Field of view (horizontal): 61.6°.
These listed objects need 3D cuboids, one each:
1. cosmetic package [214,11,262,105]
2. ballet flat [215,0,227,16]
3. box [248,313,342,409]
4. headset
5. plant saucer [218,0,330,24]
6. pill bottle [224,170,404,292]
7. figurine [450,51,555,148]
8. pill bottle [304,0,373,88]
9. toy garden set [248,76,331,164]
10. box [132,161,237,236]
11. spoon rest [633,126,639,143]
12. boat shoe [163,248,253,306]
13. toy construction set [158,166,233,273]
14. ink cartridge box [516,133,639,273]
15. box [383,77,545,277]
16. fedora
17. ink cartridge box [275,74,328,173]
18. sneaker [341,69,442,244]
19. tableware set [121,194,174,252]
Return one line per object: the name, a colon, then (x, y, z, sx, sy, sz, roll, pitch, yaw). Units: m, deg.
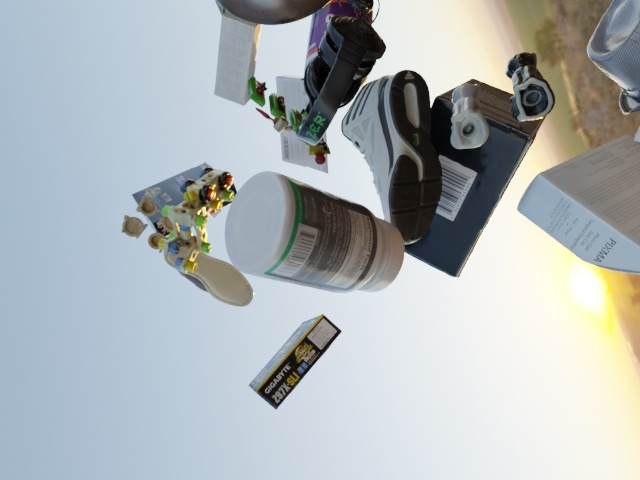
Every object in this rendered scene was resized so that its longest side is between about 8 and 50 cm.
cosmetic package: (-0.231, -0.506, 1.498, 0.098, 0.239, 0.060, 24, -137, 6)
ballet flat: (-0.337, -0.886, 1.837, 0.077, 0.079, 0.222, -90, 14, -65)
box: (-0.080, 0.332, 1.483, 0.079, 0.257, 0.322, 41, 164, 0)
headset: (0.023, -0.398, 1.161, 0.185, 0.243, 0.394, 27, -113, -10)
plant saucer: (-0.089, -0.588, 1.082, 0.050, 0.310, 0.311, 60, -168, -78)
pill bottle: (0.000, 0.000, 1.126, 0.361, 0.204, 0.204, 17, -127, -42)
figurine: (0.368, -0.306, 1.135, 0.092, 0.214, 0.209, 51, -148, -26)
pill bottle: (0.057, -0.593, 1.549, 0.181, 0.181, 0.323, 34, -124, -51)
toy garden set: (-0.069, -0.307, 1.352, 0.244, 0.049, 0.204, 32, -153, -29)
box: (-0.465, -0.149, 1.839, 0.295, 0.293, 0.073, 38, 152, 51)
spoon rest: (0.538, -0.178, 0.737, 0.276, 0.137, 0.084, -75, -1, -84)
boat shoe: (-0.348, 0.114, 1.717, 0.117, 0.324, 0.097, -60, -10, -13)
toy construction set: (-0.326, -0.078, 1.475, 0.328, 0.151, 0.215, -81, -1, -60)
ink cartridge box: (0.571, -0.009, 0.883, 0.308, 0.091, 0.385, -22, -125, -32)
box: (0.461, -0.218, 1.714, 0.297, 0.480, 0.471, 29, -149, 16)
fedora: (0.523, -0.339, 0.867, 0.124, 0.244, 0.275, 27, -136, 3)
ink cartridge box: (-0.043, -0.394, 1.802, 0.066, 0.261, 0.296, -21, -60, -35)
sneaker: (0.187, -0.223, 1.478, 0.169, 0.257, 0.448, -10, -77, -27)
tableware set: (-0.512, -0.048, 1.638, 0.168, 0.141, 0.020, 32, -170, -18)
